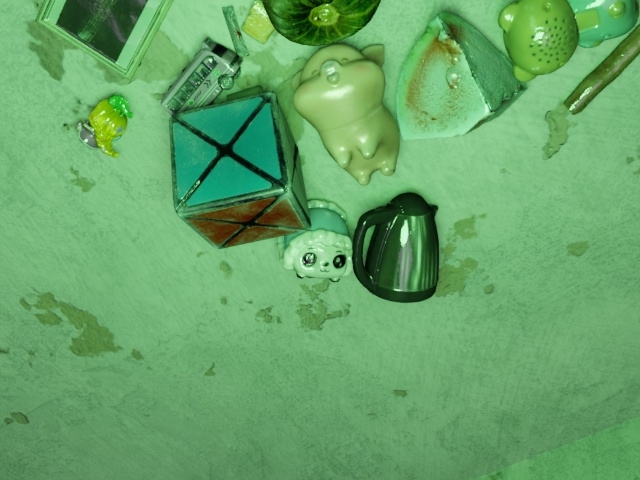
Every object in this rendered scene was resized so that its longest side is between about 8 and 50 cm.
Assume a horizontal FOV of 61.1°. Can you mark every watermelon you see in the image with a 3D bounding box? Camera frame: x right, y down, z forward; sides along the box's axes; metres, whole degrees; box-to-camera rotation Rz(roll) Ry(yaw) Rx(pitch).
[{"bbox_3d":[0.292,-0.321,1.206,0.289,0.214,0.319,-39,130,19],"label":"watermelon"}]

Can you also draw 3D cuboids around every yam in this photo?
[{"bbox_3d":[0.672,-0.398,1.268,0.056,0.057,0.241,30,116,-20],"label":"yam"}]

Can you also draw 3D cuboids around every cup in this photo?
[{"bbox_3d":[-0.174,-0.330,1.295,0.083,0.075,0.055,-11,87,10],"label":"cup"}]

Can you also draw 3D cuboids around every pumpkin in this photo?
[{"bbox_3d":[0.001,-0.519,1.079,0.260,0.190,0.260,-1,165,0],"label":"pumpkin"}]

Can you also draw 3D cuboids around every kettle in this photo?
[{"bbox_3d":[0.204,0.001,1.447,0.250,0.207,0.271,4,115,-1],"label":"kettle"}]

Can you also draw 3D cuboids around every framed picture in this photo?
[{"bbox_3d":[-0.452,-0.524,1.166,0.231,0.018,0.293,30,119,-20],"label":"framed picture"}]

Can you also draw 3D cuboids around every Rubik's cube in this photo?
[{"bbox_3d":[-0.180,-0.152,1.237,0.259,0.260,0.255,-13,159,4],"label":"Rubik's cube"}]

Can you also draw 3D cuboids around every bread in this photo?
[{"bbox_3d":[-0.131,-0.481,1.195,0.070,0.035,0.083,26,126,-18],"label":"bread"}]

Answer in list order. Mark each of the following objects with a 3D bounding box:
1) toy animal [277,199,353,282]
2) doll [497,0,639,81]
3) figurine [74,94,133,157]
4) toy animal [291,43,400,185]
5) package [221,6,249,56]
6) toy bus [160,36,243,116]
[{"bbox_3d":[0.000,0.000,1.430,0.208,0.204,0.156,8,128,-17],"label":"toy animal"},{"bbox_3d":[0.517,-0.464,1.150,0.260,0.162,0.177,-23,124,11],"label":"doll"},{"bbox_3d":[-0.495,-0.269,1.291,0.156,0.095,0.115,-33,108,24],"label":"figurine"},{"bbox_3d":[0.073,-0.287,1.233,0.236,0.270,0.326,-20,155,13],"label":"toy animal"},{"bbox_3d":[-0.191,-0.465,1.210,0.037,0.015,0.110,7,132,32],"label":"package"},{"bbox_3d":[-0.270,-0.359,1.240,0.108,0.096,0.199,39,118,-20],"label":"toy bus"}]
